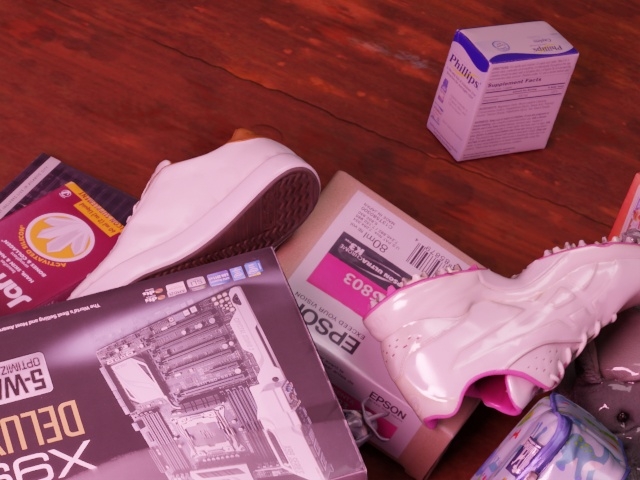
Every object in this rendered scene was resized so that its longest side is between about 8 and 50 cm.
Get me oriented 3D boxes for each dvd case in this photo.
[{"bbox_3d":[-0.218,0.004,1.908,0.221,0.018,0.164,26,39,10],"label":"dvd case"}]

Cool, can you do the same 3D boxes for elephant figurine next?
[{"bbox_3d":[0.292,0.128,1.860,0.239,0.169,0.186,-30,27,-26],"label":"elephant figurine"}]

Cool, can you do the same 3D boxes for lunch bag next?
[{"bbox_3d":[0.170,0.219,1.618,0.090,0.176,0.219,37,7,2],"label":"lunch bag"}]

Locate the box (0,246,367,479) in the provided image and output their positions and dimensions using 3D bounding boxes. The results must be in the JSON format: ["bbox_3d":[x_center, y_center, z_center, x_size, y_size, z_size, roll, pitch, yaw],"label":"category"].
[{"bbox_3d":[-0.145,0.150,1.562,0.307,0.076,0.242,-14,50,-12],"label":"box"}]

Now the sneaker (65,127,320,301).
[{"bbox_3d":[-0.141,0.010,1.755,0.290,0.106,0.123,-38,48,-14],"label":"sneaker"}]

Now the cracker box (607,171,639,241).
[{"bbox_3d":[0.392,0.051,1.979,0.067,0.156,0.232,-17,50,-38],"label":"cracker box"}]

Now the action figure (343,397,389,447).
[{"bbox_3d":[-0.065,0.188,1.662,0.285,0.099,0.185,-14,65,-23],"label":"action figure"}]

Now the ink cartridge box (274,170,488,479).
[{"bbox_3d":[0.055,0.075,1.813,0.234,0.088,0.193,34,51,4],"label":"ink cartridge box"}]

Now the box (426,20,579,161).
[{"bbox_3d":[0.202,-0.168,2.194,0.126,0.137,0.072,-9,44,-31],"label":"box"}]

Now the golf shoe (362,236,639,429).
[{"bbox_3d":[0.190,0.083,1.747,0.306,0.115,0.140,-12,72,-21],"label":"golf shoe"}]

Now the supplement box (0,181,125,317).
[{"bbox_3d":[-0.265,0.038,1.777,0.104,0.081,0.188,39,48,22],"label":"supplement box"}]
